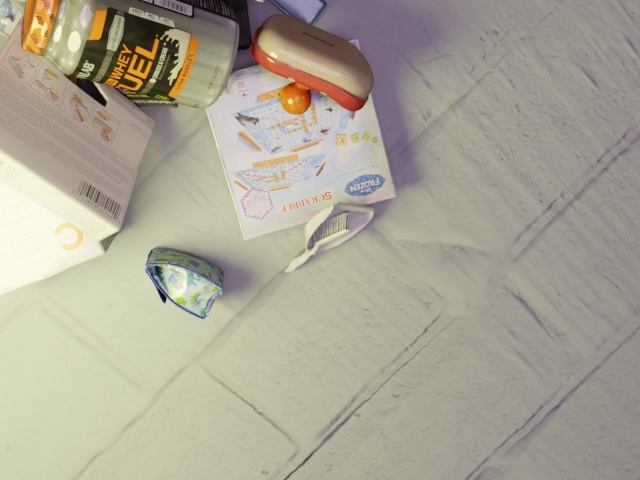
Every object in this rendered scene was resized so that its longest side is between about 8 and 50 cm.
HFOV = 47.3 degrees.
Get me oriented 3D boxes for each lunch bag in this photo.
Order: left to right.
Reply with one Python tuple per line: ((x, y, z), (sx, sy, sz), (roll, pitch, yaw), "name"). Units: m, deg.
((-0.270, 0.073, 1.421), (0.151, 0.129, 0.096), (34, 95, -14), "lunch bag")

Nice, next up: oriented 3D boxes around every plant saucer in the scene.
((-0.078, -0.484, 1.386), (0.192, 0.018, 0.067), (36, 95, -13), "plant saucer")

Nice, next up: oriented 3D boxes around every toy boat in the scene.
((-0.024, -0.293, 1.321), (0.231, 0.151, 0.151), (21, 127, -11), "toy boat")

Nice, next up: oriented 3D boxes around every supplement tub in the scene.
((-0.310, -0.343, 1.200), (0.316, 0.193, 0.194), (10, 101, -29), "supplement tub")

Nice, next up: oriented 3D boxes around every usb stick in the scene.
((-0.175, -0.486, 1.335), (0.077, 0.045, 0.278), (-17, 113, -29), "usb stick")

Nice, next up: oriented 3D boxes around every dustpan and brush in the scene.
((0.000, 0.000, 1.461), (0.211, 0.147, 0.060), (-28, 71, 32), "dustpan and brush")

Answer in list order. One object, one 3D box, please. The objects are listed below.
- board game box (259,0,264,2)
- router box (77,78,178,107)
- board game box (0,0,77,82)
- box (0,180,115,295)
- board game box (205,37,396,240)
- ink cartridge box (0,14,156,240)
((-0.167, -0.568, 1.188), (0.232, 0.141, 0.291), (14, 111, -8), "board game box")
((-0.349, -0.311, 1.333), (0.179, 0.046, 0.133), (-4, 110, -28), "router box")
((-0.453, -0.523, 1.223), (0.390, 0.050, 0.390), (-50, 130, 4), "board game box")
((-0.549, -0.105, 1.322), (0.215, 0.168, 0.345), (-22, 104, -3), "box")
((-0.043, -0.196, 1.427), (0.318, 0.066, 0.318), (-16, 104, -5), "board game box")
((-0.433, -0.183, 1.219), (0.066, 0.261, 0.296), (-22, 134, 34), "ink cartridge box")
